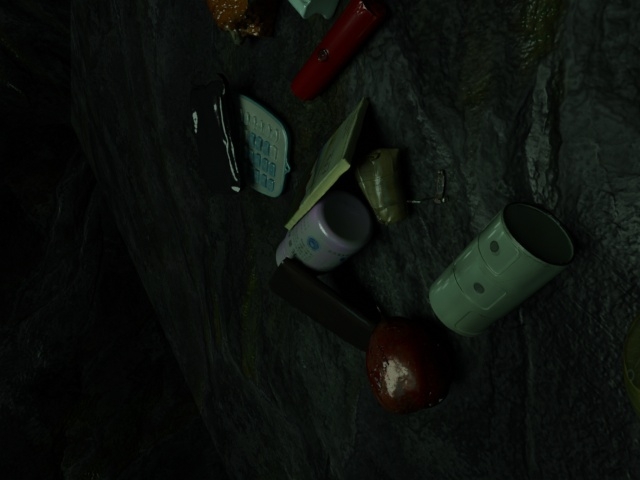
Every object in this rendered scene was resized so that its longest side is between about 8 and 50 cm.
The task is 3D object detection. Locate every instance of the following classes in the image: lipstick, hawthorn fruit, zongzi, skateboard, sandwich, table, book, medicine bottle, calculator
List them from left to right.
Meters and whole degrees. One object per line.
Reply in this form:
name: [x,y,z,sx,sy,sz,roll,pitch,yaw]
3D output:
sandwich: [-0.190,-0.598,1.153,0.292,0.109,0.211,18,127,54]
calculator: [-0.202,-0.282,1.345,0.386,0.055,0.255,39,133,36]
medicine bottle: [0.000,0.000,1.111,0.254,0.152,0.151,-42,70,51]
book: [0.009,-0.160,1.031,0.026,0.201,0.289,28,143,-14]
lipstick: [0.030,-0.393,0.972,0.280,0.073,0.073,-35,76,52]
zongzi: [0.108,-0.115,0.989,0.176,0.079,0.160,15,117,61]
hawthorn fruit: [0.163,0.241,0.979,0.235,0.181,0.181,62,143,15]
skateboard: [0.198,-0.094,0.863,0.032,0.083,0.063,17,117,50]
table: [0.288,0.052,0.771,0.126,0.127,0.220,55,142,23]

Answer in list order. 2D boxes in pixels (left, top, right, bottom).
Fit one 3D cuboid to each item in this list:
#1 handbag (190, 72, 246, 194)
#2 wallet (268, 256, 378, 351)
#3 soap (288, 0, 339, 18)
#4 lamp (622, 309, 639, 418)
handbag: [-0.296,-0.299,1.350,0.192,0.075,0.331,11,113,48]
wallet: [0.019,0.161,1.125,0.310,0.042,0.165,34,151,0]
soap: [-0.049,-0.605,0.969,0.265,0.088,0.159,55,141,22]
lamp: [0.478,0.152,0.485,0.285,0.250,0.250,17,128,2]
